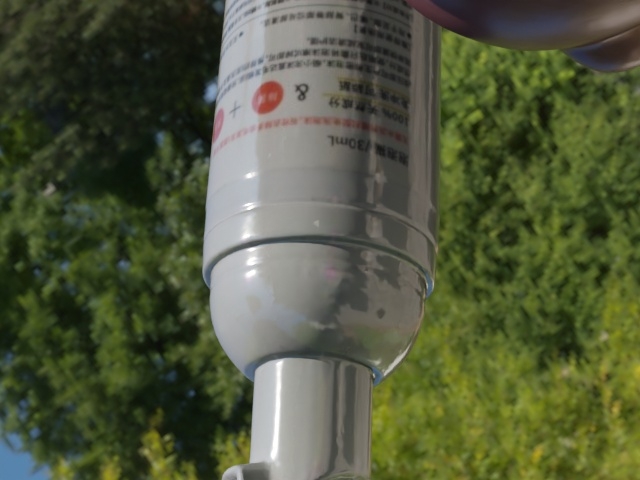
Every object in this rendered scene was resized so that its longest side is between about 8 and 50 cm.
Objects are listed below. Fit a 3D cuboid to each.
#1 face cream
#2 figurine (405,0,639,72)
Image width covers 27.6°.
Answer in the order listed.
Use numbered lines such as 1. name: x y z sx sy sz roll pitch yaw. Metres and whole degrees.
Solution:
1. face cream: 0.000 0.000 0.796 0.145 0.145 0.370 42 -134 -56
2. figurine: 0.102 -0.165 0.572 0.173 0.173 0.173 54 -171 -13
